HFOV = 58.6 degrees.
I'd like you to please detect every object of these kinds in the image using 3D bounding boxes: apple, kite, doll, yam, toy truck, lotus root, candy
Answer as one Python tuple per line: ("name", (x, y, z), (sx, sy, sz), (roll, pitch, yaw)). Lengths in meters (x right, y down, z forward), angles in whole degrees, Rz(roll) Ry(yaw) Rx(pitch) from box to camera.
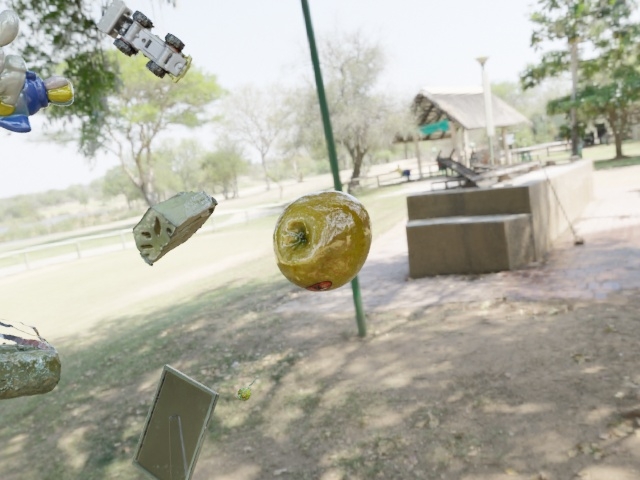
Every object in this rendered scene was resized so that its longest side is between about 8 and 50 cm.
("apple", (0.000, 0.000, 1.003), (0.182, 0.183, 0.155), (-1, -5, 39))
("kite", (-0.417, 0.066, 0.625), (0.245, 0.015, 0.141), (31, -9, -25))
("doll", (-0.895, -0.427, 1.577), (0.375, 0.187, 0.365), (-9, -22, 15))
("yam", (-0.591, 0.240, 1.040), (0.107, 0.108, 0.194), (-3, -7, 30))
("toy truck", (-0.518, -0.590, 1.709), (0.285, 0.136, 0.111), (37, 5, -1))
("lotus root", (-0.246, -0.039, 0.966), (0.143, 0.070, 0.144), (-43, 0, 38))
("candy", (-0.196, 0.403, 1.573), (0.035, 0.035, 0.123), (-20, 9, 19))

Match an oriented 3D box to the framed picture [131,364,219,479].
("framed picture", (-0.338, 0.437, 1.317), (0.184, 0.250, 0.016), (16, -2, 33))
